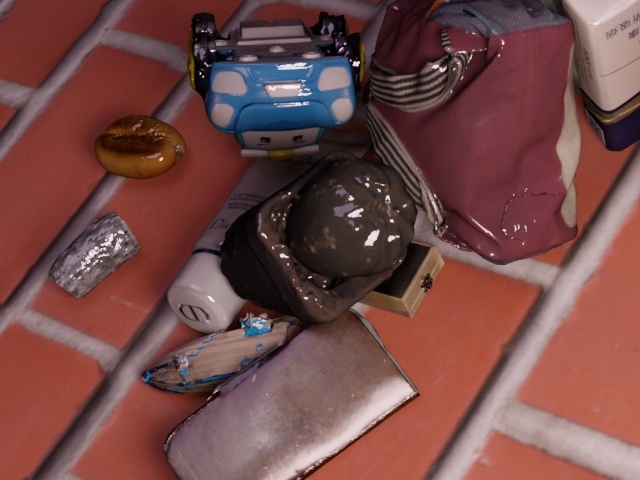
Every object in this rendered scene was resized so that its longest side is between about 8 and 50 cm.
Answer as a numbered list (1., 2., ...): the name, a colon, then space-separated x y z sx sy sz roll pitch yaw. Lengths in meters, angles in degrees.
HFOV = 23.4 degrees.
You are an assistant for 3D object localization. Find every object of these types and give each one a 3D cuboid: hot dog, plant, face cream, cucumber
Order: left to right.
1. cucumber: -0.273 0.020 1.852 0.112 0.064 0.064 -41 47 -9
2. hot dog: -0.235 -0.115 1.948 0.140 0.060 0.090 7 53 22
3. face cream: -0.064 -0.025 1.784 0.143 0.089 0.314 10 47 32
4. plant: 0.000 0.000 1.600 0.164 0.142 0.256 -37 8 -34

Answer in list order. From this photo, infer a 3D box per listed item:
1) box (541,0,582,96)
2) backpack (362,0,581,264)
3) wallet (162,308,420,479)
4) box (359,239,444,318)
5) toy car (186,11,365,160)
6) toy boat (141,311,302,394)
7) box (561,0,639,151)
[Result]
1. box: 0.286 -0.302 1.682 0.182 0.312 0.175 -44 47 -1
2. backpack: 0.142 -0.150 1.654 0.197 0.283 0.317 -11 27 -23
3. wallet: -0.035 0.181 1.594 0.255 0.031 0.137 -36 74 -5
4. box: 0.083 0.038 1.681 0.083 0.035 0.079 14 61 34
5. toy car: -0.052 -0.173 1.773 0.198 0.166 0.314 -4 16 -5
6. toy boat: -0.109 0.132 1.684 0.210 0.066 0.084 -13 62 26
7. box: 0.344 -0.213 1.603 0.168 0.259 0.071 -33 58 -1
